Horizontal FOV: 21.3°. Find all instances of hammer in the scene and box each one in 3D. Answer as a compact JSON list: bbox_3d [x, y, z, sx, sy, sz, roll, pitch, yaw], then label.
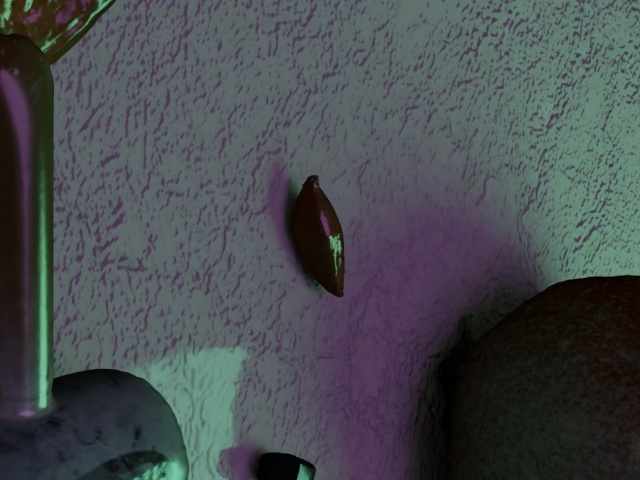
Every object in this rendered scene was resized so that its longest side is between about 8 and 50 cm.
[{"bbox_3d":[-0.164,0.044,0.898,0.202,0.113,0.306,-20,114,-53],"label":"hammer"}]

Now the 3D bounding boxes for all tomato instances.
[{"bbox_3d":[0.246,0.170,1.343,0.303,0.239,0.304,4,84,-52],"label":"tomato"}]

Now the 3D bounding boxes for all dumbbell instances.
[{"bbox_3d":[-0.030,0.186,1.154,0.036,0.040,0.083,78,25,-74],"label":"dumbbell"}]

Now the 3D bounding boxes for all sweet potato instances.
[{"bbox_3d":[0.000,0.000,1.185,0.034,0.034,0.095,-37,119,-45],"label":"sweet potato"}]

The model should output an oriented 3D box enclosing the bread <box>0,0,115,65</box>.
[{"bbox_3d":[-0.163,-0.219,0.878,0.210,0.099,0.235,-47,136,-7],"label":"bread"}]
